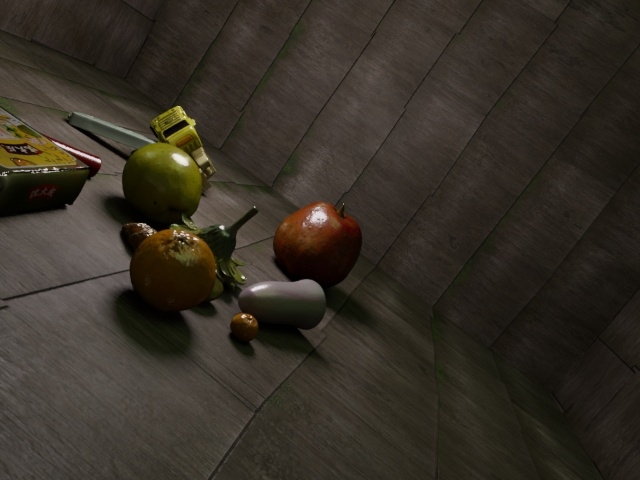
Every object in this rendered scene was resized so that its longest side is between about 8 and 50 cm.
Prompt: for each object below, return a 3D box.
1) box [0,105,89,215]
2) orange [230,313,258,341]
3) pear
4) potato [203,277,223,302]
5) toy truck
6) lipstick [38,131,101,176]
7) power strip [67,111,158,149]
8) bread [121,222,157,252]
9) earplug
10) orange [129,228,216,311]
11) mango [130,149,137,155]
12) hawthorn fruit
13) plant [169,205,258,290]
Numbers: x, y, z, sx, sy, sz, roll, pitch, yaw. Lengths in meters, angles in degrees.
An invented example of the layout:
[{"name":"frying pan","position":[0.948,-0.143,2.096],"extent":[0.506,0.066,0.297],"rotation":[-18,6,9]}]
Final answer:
[{"name":"box","position":[-0.877,-0.239,1.315],"extent":[0.420,0.138,0.373],"rotation":[35,11,1]},{"name":"orange","position":[-0.212,0.242,1.446],"extent":[0.083,0.070,0.083],"rotation":[35,15,-11]},{"name":"pear","position":[-0.549,-0.200,1.801],"extent":[0.294,0.294,0.294],"rotation":[34,11,-7]},{"name":"potato","position":[-0.363,0.119,1.480],"extent":[0.188,0.085,0.105],"rotation":[26,12,-23]},{"name":"toy truck","position":[-0.623,-0.413,2.414],"extent":[0.254,0.180,0.405],"rotation":[48,-14,26]},{"name":"lipstick","position":[-0.859,-0.288,1.729],"extent":[0.241,0.080,0.080],"rotation":[23,16,-46]},{"name":"power strip","position":[-0.903,-0.471,2.242],"extent":[0.384,0.063,0.091],"rotation":[21,12,-8]},{"name":"bread","position":[-0.512,0.005,1.540],"extent":[0.233,0.076,0.105],"rotation":[39,9,25]},{"name":"earplug","position":[-0.140,0.201,1.656],"extent":[0.301,0.172,0.172],"rotation":[11,26,-51]},{"name":"orange","position":[-0.372,0.075,1.322],"extent":[0.219,0.193,0.220],"rotation":[14,56,-22]},{"name":"mango","position":[-0.748,-0.344,2.290],"extent":[0.191,0.086,0.122],"rotation":[41,20,28]},{"name":"hawthorn fruit","position":[0.000,0.000,2.313],"extent":[0.402,0.403,0.403],"rotation":[34,11,-7]},{"name":"plant","position":[-0.340,0.027,1.688],"extent":[0.306,0.297,0.261],"rotation":[48,38,-16]}]
